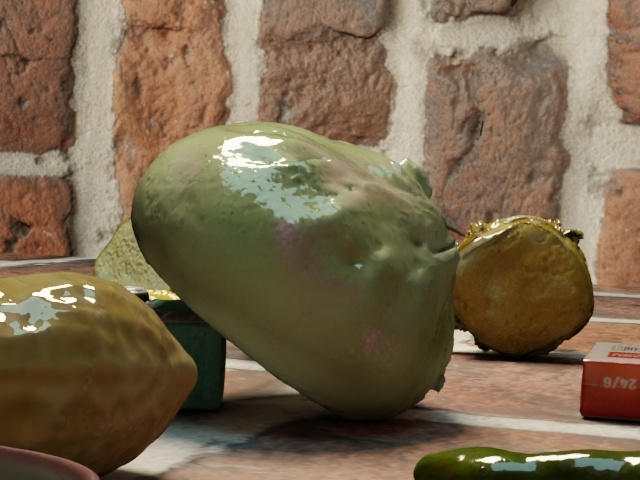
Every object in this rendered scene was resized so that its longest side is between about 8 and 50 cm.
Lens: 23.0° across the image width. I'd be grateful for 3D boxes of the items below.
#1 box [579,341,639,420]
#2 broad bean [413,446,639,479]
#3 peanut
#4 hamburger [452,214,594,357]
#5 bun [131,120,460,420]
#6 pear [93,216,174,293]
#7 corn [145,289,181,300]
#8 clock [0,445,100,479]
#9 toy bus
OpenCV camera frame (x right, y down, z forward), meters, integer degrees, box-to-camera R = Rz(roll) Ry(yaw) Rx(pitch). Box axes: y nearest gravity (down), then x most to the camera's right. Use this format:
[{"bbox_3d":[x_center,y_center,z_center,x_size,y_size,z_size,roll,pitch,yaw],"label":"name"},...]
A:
[{"bbox_3d":[0.323,0.117,1.239,0.229,0.050,0.123,3,4,14],"label":"box"},{"bbox_3d":[0.161,0.131,0.800,0.256,0.052,0.052,0,-40,23],"label":"broad bean"},{"bbox_3d":[-0.203,0.072,0.848,0.313,0.149,0.149,2,2,-37],"label":"peanut"},{"bbox_3d":[0.199,0.052,1.642,0.185,0.159,0.131,-25,4,6],"label":"hamburger"},{"bbox_3d":[0.000,0.000,1.190,0.283,0.179,0.283,36,8,-6],"label":"bun"},{"bbox_3d":[-0.154,0.046,1.560,0.141,0.141,0.104,4,-13,37],"label":"pear"},{"bbox_3d":[-0.167,0.082,1.427,0.063,0.085,0.165,37,-21,-30],"label":"corn"},{"bbox_3d":[-0.201,0.119,0.624,0.244,0.056,0.244,2,0,0],"label":"clock"},{"bbox_3d":[-0.201,0.083,1.189,0.262,0.091,0.109,0,9,-12],"label":"toy bus"}]
